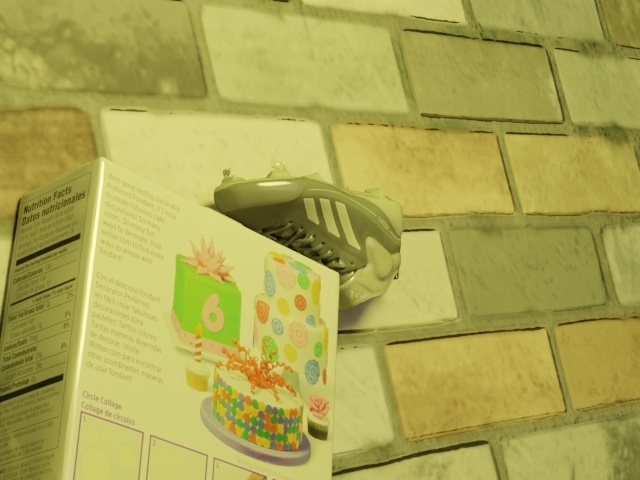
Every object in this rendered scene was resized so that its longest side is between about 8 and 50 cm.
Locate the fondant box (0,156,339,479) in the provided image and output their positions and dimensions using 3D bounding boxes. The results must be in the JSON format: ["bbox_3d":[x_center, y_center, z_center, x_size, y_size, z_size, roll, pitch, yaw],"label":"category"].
[{"bbox_3d":[-0.105,0.140,1.119,0.238,0.096,0.330,27,56,-39],"label":"fondant box"}]

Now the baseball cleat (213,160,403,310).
[{"bbox_3d":[0.000,0.000,1.319,0.206,0.072,0.109,6,76,-43],"label":"baseball cleat"}]
